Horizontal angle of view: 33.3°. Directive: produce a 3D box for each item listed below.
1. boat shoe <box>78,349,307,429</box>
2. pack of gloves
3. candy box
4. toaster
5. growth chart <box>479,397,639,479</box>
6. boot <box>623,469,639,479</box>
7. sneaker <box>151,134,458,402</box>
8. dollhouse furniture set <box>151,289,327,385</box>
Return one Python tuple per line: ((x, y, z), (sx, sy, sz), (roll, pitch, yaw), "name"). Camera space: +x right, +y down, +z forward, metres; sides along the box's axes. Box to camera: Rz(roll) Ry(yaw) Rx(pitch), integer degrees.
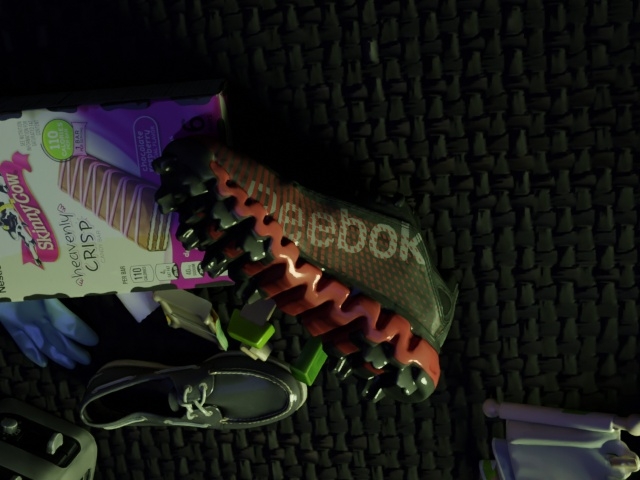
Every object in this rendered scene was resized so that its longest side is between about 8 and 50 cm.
((-0.115, 0.143, 0.941), (0.206, 0.065, 0.075), (-2, 108, 16), "boat shoe")
((-0.255, 0.004, 0.942), (0.195, 0.046, 0.232), (-40, 95, 23), "pack of gloves")
((-0.183, -0.039, 0.865), (0.233, 0.071, 0.159), (-5, 108, 3), "candy box")
((-0.295, 0.266, 0.979), (0.110, 0.168, 0.186), (17, 112, 8), "toaster")
((0.199, 0.235, 0.876), (0.172, 0.021, 0.237), (6, 115, 45), "growth chart")
((0.305, 0.207, 0.835), (0.106, 0.082, 0.219), (38, 120, 1), "boot")
((0.000, 0.000, 0.819), (0.276, 0.135, 0.097), (40, 154, -14), "sneaker")
((-0.063, 0.063, 0.905), (0.151, 0.076, 0.059), (22, 69, 18), "dollhouse furniture set")
